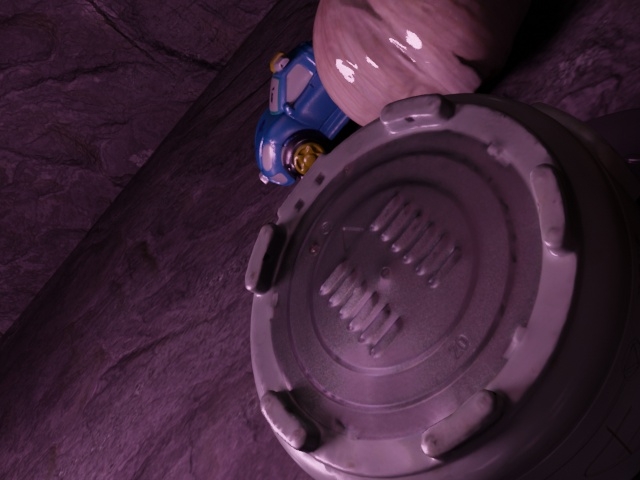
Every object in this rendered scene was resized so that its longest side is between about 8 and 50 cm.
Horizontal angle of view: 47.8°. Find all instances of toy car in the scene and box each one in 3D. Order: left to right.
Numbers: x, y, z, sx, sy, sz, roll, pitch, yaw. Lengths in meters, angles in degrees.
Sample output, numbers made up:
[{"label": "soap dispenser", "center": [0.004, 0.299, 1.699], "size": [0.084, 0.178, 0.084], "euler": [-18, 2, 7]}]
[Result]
[{"label": "toy car", "center": [-0.016, -0.234, 1.168], "size": [0.314, 0.166, 0.198], "euler": [-49, 19, 11]}]

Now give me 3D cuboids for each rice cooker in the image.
[{"label": "rice cooker", "center": [0.101, 0.052, 0.438], "size": [0.241, 0.227, 0.280], "euler": [-55, 43, 6]}]

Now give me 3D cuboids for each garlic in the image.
[{"label": "garlic", "center": [0.131, -0.289, 0.907], "size": [0.321, 0.241, 0.322], "euler": [-20, 47, 23]}]

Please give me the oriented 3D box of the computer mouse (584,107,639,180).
[{"label": "computer mouse", "center": [0.228, -0.045, 0.549], "size": [0.120, 0.057, 0.232], "euler": [-57, 22, -10]}]
